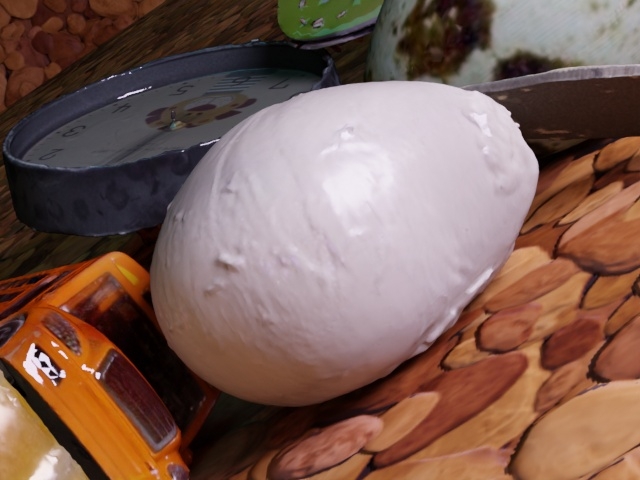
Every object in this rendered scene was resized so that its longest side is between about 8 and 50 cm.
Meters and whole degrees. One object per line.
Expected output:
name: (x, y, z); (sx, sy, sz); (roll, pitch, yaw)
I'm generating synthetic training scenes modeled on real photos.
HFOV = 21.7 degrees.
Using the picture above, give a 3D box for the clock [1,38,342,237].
clock: (-0.126, -0.096, 1.451); (0.312, 0.061, 0.312); (-13, 21, 5)

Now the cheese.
cheese: (0.000, 0.000, 0.907); (0.198, 0.154, 0.189); (-20, 26, 48)

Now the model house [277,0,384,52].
model house: (0.118, -0.251, 1.478); (0.294, 0.154, 0.207); (-22, 52, 21)

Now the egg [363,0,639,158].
egg: (0.123, -0.133, 1.016); (0.231, 0.169, 0.169); (-40, 13, 18)

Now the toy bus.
toy bus: (-0.171, 0.095, 1.005); (0.153, 0.143, 0.329); (-43, 16, -27)

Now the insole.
insole: (0.115, -0.075, 0.929); (0.248, 0.081, 0.011); (-3, 69, 19)

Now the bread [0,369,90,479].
bread: (-0.214, 0.161, 0.726); (0.246, 0.239, 0.111); (-44, 11, -35)

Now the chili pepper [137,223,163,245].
chili pepper: (-0.104, -0.071, 1.524); (0.088, 0.065, 0.169); (-15, 22, 50)
